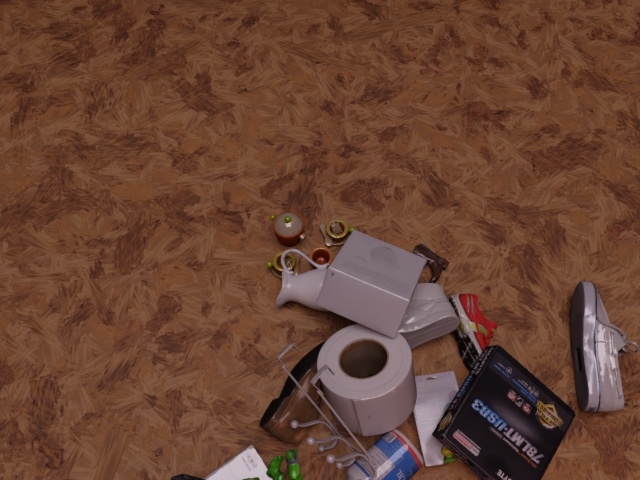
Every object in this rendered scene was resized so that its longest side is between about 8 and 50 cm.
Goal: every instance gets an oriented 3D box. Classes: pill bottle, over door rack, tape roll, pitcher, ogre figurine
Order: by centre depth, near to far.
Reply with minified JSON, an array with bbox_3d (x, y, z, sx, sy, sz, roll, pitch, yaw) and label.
[{"bbox_3d":[-0.113,0.606,1.564,0.197,0.096,0.118,-23,47,-29],"label":"ogre figurine"},{"bbox_3d":[-0.005,0.432,1.584,0.108,0.240,0.324,-30,108,-19],"label":"over door rack"},{"bbox_3d":[0.145,0.596,1.646,0.222,0.124,0.124,-38,69,-16],"label":"pill bottle"},{"bbox_3d":[0.125,0.360,1.697,0.246,0.169,0.246,-8,41,7],"label":"tape roll"},{"bbox_3d":[-0.018,0.115,1.877,0.207,0.125,0.177,3,94,5],"label":"pitcher"}]

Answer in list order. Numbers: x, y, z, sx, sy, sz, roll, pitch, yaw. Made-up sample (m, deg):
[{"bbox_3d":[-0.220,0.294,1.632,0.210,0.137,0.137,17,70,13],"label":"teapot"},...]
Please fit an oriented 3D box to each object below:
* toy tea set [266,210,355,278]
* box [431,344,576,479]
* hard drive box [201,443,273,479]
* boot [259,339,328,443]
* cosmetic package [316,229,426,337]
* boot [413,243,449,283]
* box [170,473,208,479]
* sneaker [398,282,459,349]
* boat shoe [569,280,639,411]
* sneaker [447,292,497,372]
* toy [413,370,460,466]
[{"bbox_3d":[0.000,0.000,1.950,0.336,0.124,0.199,-4,63,-2],"label":"toy tea set"},{"bbox_3d":[0.481,0.476,1.681,0.295,0.073,0.293,42,66,-6],"label":"box"},{"bbox_3d":[-0.218,0.662,1.631,0.232,0.089,0.181,-32,67,-16],"label":"hard drive box"},{"bbox_3d":[-0.037,0.412,1.772,0.115,0.112,0.305,40,65,-10],"label":"boot"},{"bbox_3d":[0.140,0.112,1.732,0.224,0.138,0.224,23,31,10],"label":"cosmetic package"},{"bbox_3d":[0.320,0.069,1.963,0.114,0.037,0.106,35,55,13],"label":"boot"},{"bbox_3d":[-0.257,0.668,1.516,0.233,0.059,0.183,6,82,21],"label":"box"},{"bbox_3d":[0.235,0.223,1.863,0.293,0.108,0.169,-19,43,3],"label":"sneaker"},{"bbox_3d":[0.795,0.292,1.796,0.157,0.135,0.366,3,66,2],"label":"boat shoe"},{"bbox_3d":[0.453,0.271,1.828,0.119,0.107,0.278,-10,66,-16],"label":"sneaker"},{"bbox_3d":[0.319,0.481,1.742,0.137,0.056,0.237,-7,58,-6],"label":"toy"}]
